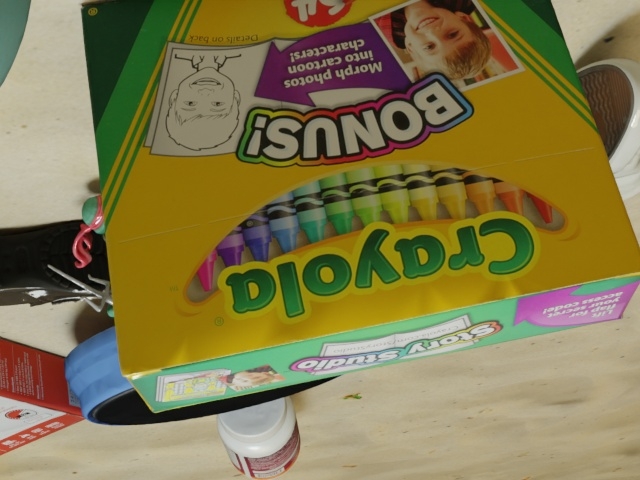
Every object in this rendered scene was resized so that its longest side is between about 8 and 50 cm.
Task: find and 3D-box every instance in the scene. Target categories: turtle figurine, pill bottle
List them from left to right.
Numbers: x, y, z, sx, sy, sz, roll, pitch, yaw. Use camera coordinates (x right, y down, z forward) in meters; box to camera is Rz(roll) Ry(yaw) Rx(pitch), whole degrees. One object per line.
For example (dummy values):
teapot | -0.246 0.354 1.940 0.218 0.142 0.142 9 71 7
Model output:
turtle figurine | -0.155 -0.005 1.077 0.234 0.118 0.175 17 102 -32
pill bottle | -0.096 0.286 1.640 0.121 0.121 0.221 -11 153 -3

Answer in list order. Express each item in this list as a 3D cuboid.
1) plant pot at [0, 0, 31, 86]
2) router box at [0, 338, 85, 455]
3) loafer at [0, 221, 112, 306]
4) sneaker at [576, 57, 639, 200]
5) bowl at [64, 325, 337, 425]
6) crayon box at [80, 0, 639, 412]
plant pot | -0.298 -0.156 0.556 0.293 0.293 0.235 -30 161 31
router box | -0.530 0.220 1.379 0.335 0.082 0.301 -25 150 24
loafer | -0.290 0.030 1.135 0.219 0.080 0.078 0 161 -11
sneaker | 0.303 -0.108 1.091 0.123 0.106 0.290 -15 163 -10
bowl | -0.125 0.157 1.357 0.390 0.077 0.391 -12 164 -4
crayon box | 0.018 -0.062 0.812 0.362 0.313 0.106 -12 153 -2
